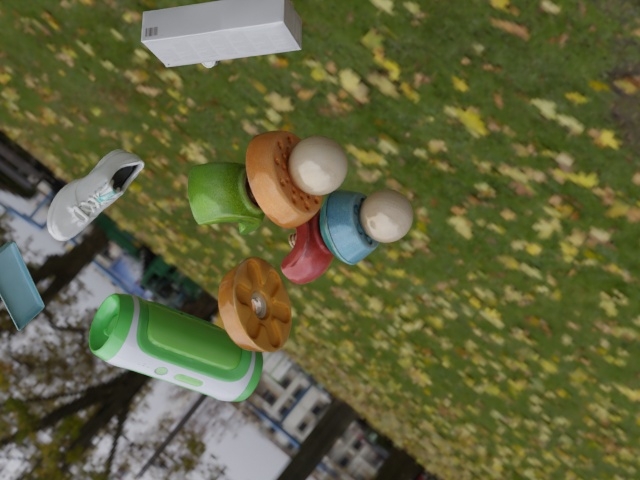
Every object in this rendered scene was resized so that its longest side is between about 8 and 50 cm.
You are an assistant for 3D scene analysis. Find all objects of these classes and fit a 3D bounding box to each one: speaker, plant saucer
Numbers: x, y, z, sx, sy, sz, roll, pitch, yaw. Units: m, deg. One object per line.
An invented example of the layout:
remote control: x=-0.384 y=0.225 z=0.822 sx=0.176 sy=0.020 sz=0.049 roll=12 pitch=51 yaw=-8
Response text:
speaker: x=-0.251 y=0.191 z=1.701 sx=0.296 sy=0.131 sz=0.131 roll=25 pitch=-176 yaw=-31
plant saucer: x=-0.536 y=0.079 z=1.685 sx=0.018 sy=0.067 sz=0.192 roll=28 pitch=147 yaw=25

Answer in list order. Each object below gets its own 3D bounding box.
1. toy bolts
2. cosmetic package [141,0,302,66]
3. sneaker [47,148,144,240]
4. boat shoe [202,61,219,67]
toy bolts: x=0.000 y=0.000 z=1.024 sx=0.228 sy=0.158 sz=0.218 roll=8 pitch=-111 yaw=-58
cosmetic package: x=-0.157 y=-0.337 z=1.543 sx=0.239 sy=0.061 sz=0.099 roll=-4 pitch=162 yaw=15
sneaker: x=-0.403 y=-0.083 z=1.739 sx=0.094 sy=0.212 sz=0.080 roll=19 pitch=154 yaw=51
boat shoe: x=-0.246 y=-0.415 z=1.977 sx=0.125 sy=0.046 sz=0.038 roll=58 pitch=-152 yaw=-8
